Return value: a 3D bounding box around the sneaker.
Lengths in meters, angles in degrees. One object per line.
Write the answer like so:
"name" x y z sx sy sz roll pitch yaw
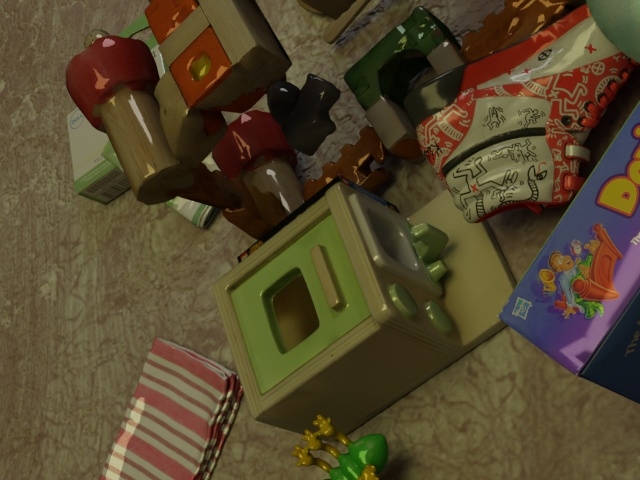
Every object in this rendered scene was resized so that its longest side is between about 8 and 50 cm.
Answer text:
"sneaker" 0.220 -0.115 1.053 0.270 0.090 0.145 -25 84 8

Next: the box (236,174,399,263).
"box" 0.000 0.000 1.176 0.137 0.094 0.027 -38 52 22

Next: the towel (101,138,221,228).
"towel" -0.161 -0.098 1.354 0.152 0.023 0.113 35 99 13

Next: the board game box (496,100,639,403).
"board game box" 0.300 -0.042 0.844 0.078 0.233 0.347 38 98 42

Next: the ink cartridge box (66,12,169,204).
"ink cartridge box" -0.234 -0.183 1.481 0.171 0.056 0.235 -31 57 28

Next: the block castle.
"block castle" 0.009 -0.213 1.120 0.453 0.303 0.213 -41 56 20

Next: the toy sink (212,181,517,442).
"toy sink" 0.036 0.050 1.099 0.234 0.131 0.153 -37 53 23

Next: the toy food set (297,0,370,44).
"toy food set" 0.020 -0.308 1.334 0.132 0.038 0.192 -43 55 28

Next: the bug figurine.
"bug figurine" 0.026 0.290 1.046 0.279 0.072 0.216 47 111 36

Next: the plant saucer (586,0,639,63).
"plant saucer" 0.310 -0.222 0.981 0.195 0.037 0.195 -3 67 7

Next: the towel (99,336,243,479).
"towel" -0.165 0.210 1.273 0.144 0.029 0.197 18 85 44
